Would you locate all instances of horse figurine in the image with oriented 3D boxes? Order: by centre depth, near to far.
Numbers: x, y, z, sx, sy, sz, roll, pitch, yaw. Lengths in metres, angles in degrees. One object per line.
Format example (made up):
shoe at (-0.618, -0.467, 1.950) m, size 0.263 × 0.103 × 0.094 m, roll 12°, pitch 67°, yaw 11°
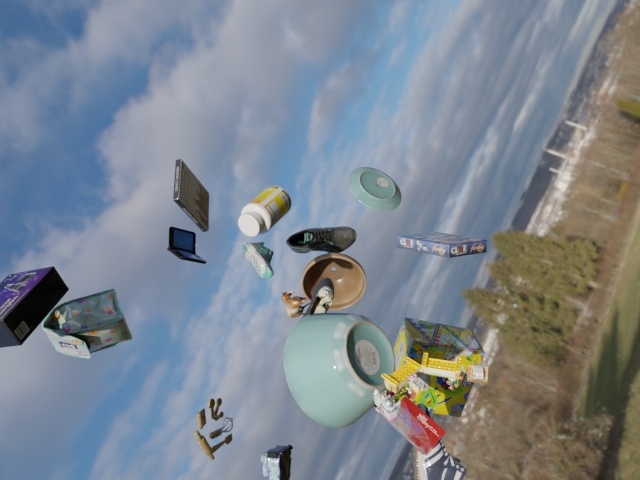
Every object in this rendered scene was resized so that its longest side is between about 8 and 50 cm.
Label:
horse figurine at (-0.103, 0.303, 2.797) m, size 0.175 × 0.066 × 0.263 m, roll -13°, pitch -28°, yaw -16°

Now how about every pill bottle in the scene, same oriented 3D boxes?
pill bottle at (-0.197, -0.100, 2.086) m, size 0.215 × 0.117 × 0.117 m, roll -48°, pitch -23°, yaw -51°

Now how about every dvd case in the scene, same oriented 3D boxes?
dvd case at (-0.477, -0.164, 2.223) m, size 0.238 × 0.030 × 0.179 m, roll 58°, pitch -157°, yaw -57°

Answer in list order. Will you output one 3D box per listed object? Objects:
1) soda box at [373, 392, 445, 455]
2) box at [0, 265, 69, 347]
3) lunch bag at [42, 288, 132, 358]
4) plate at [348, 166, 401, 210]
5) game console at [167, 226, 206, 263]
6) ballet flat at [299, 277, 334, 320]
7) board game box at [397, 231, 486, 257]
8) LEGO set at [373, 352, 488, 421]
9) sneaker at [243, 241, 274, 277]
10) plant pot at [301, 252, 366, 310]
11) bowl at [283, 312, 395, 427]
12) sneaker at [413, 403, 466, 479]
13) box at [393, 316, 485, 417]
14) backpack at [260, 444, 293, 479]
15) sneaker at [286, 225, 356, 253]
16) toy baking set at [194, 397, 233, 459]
soda box at (0.235, 0.506, 1.758) m, size 0.092 × 0.263 × 0.083 m, roll -46°, pitch -14°, yaw -12°
box at (-0.912, 0.200, 1.780) m, size 0.261 × 0.185 × 0.103 m, roll -73°, pitch -35°, yaw -55°
lunch bag at (-0.816, 0.303, 2.088) m, size 0.263 × 0.160 × 0.223 m, roll -19°, pitch -25°, yaw -19°
plate at (0.179, -0.173, 1.917) m, size 0.188 × 0.188 × 0.024 m, roll -51°, pitch -7°, yaw -43°
game console at (-0.424, 0.017, 1.916) m, size 0.122 × 0.107 × 0.071 m, roll 17°, pitch -79°, yaw -57°
ballet flat at (0.002, 0.195, 1.772) m, size 0.074 × 0.074 × 0.203 m, roll 88°, pitch -153°, yaw -58°
board game box at (0.388, 0.011, 1.930) m, size 0.165 × 0.243 × 0.042 m, roll -7°, pitch -79°, yaw -32°
LEGO set at (0.256, 0.353, 1.439) m, size 0.287 × 0.132 × 0.107 m, roll -13°, pitch -57°, yaw -16°
sneaker at (-0.171, 0.050, 1.795) m, size 0.076 × 0.166 × 0.064 m, roll -14°, pitch -50°, yaw -26°
plant pot at (0.050, 0.132, 2.192) m, size 0.109 × 0.238 × 0.237 m, roll -86°, pitch 9°, yaw -60°
bowl at (0.076, 0.313, 1.548) m, size 0.163 × 0.311 × 0.311 m, roll -31°, pitch 11°, yaw 41°
sneaker at (0.369, 0.646, 1.857) m, size 0.099 × 0.153 × 0.282 m, roll 6°, pitch -98°, yaw -89°
box at (0.418, 0.474, 2.231) m, size 0.177 × 0.279 × 0.289 m, roll -98°, pitch 22°, yaw -68°
backpack at (-0.139, 0.718, 1.898) m, size 0.105 × 0.084 × 0.114 m, roll 5°, pitch -99°, yaw -70°
sneaker at (0.000, 0.000, 2.211) m, size 0.106 × 0.268 × 0.101 m, roll 30°, pitch -129°, yaw -70°
toy baking set at (-0.382, 0.697, 2.195) m, size 0.196 × 0.030 × 0.256 m, roll -60°, pitch -40°, yaw -50°
